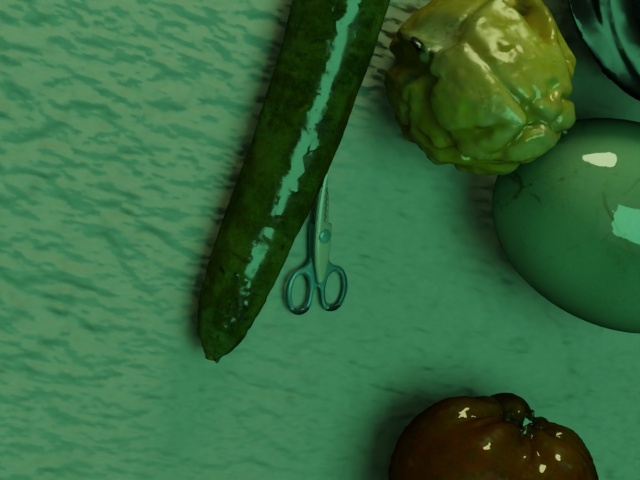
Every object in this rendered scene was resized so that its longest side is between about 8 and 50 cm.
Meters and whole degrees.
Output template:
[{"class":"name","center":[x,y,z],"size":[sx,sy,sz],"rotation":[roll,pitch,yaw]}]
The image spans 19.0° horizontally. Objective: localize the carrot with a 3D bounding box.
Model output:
[{"class":"carrot","center":[-0.021,-0.076,1.452],"size":[0.074,0.074,0.358],"rotation":[17,93,-30]}]

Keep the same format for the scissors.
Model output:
[{"class":"scissors","center":[0.000,0.000,1.511],"size":[0.058,0.014,0.119],"rotation":[-4,105,-32]}]

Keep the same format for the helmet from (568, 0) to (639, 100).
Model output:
[{"class":"helmet","center":[0.299,-0.208,1.548],"size":[0.279,0.160,0.230],"rotation":[7,97,-17]}]

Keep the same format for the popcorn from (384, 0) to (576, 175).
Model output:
[{"class":"popcorn","center":[0.122,-0.122,1.473],"size":[0.148,0.167,0.152],"rotation":[-24,139,16]}]

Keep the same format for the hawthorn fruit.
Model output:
[{"class":"hawthorn fruit","center":[0.137,0.214,1.547],"size":[0.189,0.189,0.189],"rotation":[-6,103,-28]}]

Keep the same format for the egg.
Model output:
[{"class":"egg","center":[0.244,-0.013,1.553],"size":[0.231,0.168,0.168],"rotation":[21,90,-25]}]
